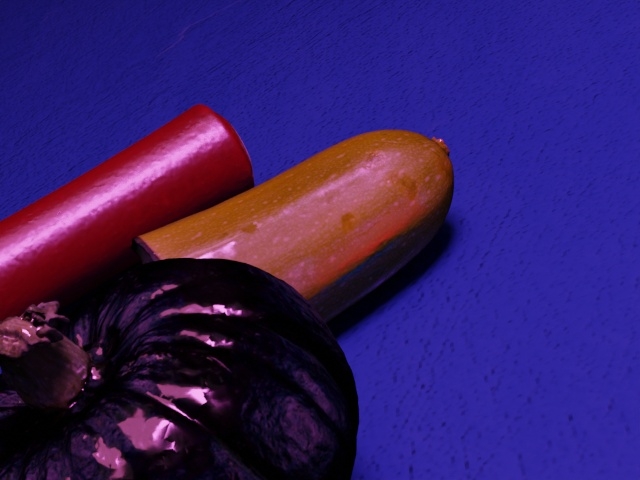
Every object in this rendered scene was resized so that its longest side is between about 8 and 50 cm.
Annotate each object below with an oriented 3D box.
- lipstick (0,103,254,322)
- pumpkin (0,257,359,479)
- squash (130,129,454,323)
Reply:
[{"bbox_3d":[-0.158,-0.005,0.791,0.241,0.080,0.080,-32,28,-17],"label":"lipstick"},{"bbox_3d":[-0.073,0.093,0.482,0.194,0.150,0.194,-37,-3,-2],"label":"pumpkin"},{"bbox_3d":[0.000,0.000,0.648,0.188,0.095,0.095,-28,27,-17],"label":"squash"}]
